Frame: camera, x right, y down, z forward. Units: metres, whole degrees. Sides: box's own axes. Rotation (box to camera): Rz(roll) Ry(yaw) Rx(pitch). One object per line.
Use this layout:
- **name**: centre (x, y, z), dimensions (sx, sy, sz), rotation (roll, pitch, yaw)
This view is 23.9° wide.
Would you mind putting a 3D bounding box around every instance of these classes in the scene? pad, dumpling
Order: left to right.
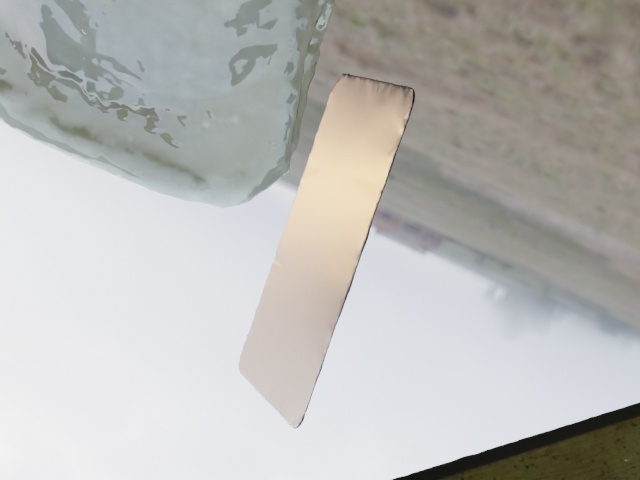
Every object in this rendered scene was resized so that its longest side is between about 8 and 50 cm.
- **dumpling**: centre (-0.072, -0.122, 0.503), dimensions (0.167, 0.215, 0.126), rotation (-4, -151, 3)
- **pad**: centre (0.000, 0.000, 0.697), dimensions (0.003, 0.157, 0.112), rotation (17, -175, -20)

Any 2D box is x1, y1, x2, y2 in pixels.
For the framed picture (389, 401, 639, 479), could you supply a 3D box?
- **framed picture**: centre (0.154, 0.188, 0.540), dimensions (0.255, 0.014, 0.338), rotation (-14, -139, -17)
